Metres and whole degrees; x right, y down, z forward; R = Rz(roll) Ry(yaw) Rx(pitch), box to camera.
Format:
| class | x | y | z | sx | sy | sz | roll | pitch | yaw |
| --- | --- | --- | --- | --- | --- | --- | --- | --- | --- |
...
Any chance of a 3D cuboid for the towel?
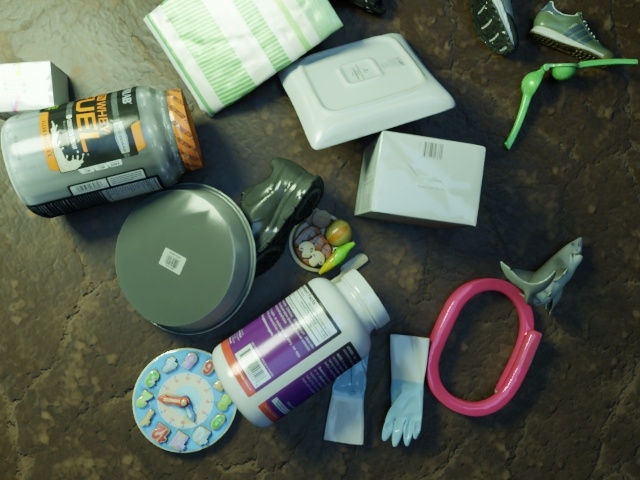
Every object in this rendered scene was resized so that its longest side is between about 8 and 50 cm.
| class | x | y | z | sx | sy | sz | roll | pitch | yaw |
| --- | --- | --- | --- | --- | --- | --- | --- | --- | --- |
| towel | -0.155 | -0.424 | 1.122 | 0.324 | 0.038 | 0.248 | -32 | 92 | 14 |

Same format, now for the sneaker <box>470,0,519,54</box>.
| class | x | y | z | sx | sy | sz | roll | pitch | yaw |
| --- | --- | --- | --- | --- | --- | --- | --- | --- | --- |
| sneaker | 0.359 | -0.517 | 1.193 | 0.107 | 0.100 | 0.272 | -20 | 92 | -10 |

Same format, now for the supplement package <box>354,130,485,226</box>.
| class | x | y | z | sx | sy | sz | roll | pitch | yaw |
| --- | --- | --- | --- | --- | --- | --- | --- | --- | --- |
| supplement package | 0.182 | -0.109 | 1.120 | 0.194 | 0.203 | 0.150 | 8 | 89 | -6 |

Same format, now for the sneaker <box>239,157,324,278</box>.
| class | x | y | z | sx | sy | sz | roll | pitch | yaw |
| --- | --- | --- | --- | --- | --- | --- | --- | --- | --- |
| sneaker | -0.118 | -0.036 | 1.150 | 0.130 | 0.109 | 0.286 | 40 | 93 | 19 |

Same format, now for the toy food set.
| class | x | y | z | sx | sy | sz | roll | pitch | yaw |
| --- | --- | --- | --- | --- | --- | --- | --- | --- | --- |
| toy food set | 0.000 | 0.000 | 1.184 | 0.132 | 0.038 | 0.192 | -39 | 93 | -4 |

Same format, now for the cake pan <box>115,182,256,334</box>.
| class | x | y | z | sx | sy | sz | roll | pitch | yaw |
| --- | --- | --- | --- | --- | --- | --- | --- | --- | --- |
| cake pan | -0.266 | 0.034 | 1.098 | 0.293 | 0.054 | 0.294 | -1 | 88 | 17 |

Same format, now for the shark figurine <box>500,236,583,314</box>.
| class | x | y | z | sx | sy | sz | roll | pitch | yaw |
| --- | --- | --- | --- | --- | --- | --- | --- | --- | --- |
| shark figurine | 0.430 | 0.082 | 1.183 | 0.116 | 0.278 | 0.166 | 31 | 121 | 31 |

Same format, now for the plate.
| class | x | y | z | sx | sy | sz | roll | pitch | yaw |
| --- | --- | --- | --- | --- | --- | --- | --- | --- | --- |
| plate | 0.077 | -0.305 | 1.103 | 0.277 | 0.045 | 0.277 | -17 | 48 | -6 |

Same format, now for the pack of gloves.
| class | x | y | z | sx | sy | sz | roll | pitch | yaw |
| --- | --- | --- | --- | --- | --- | --- | --- | --- | --- |
| pack of gloves | 0.116 | 0.305 | 1.203 | 0.194 | 0.046 | 0.232 | 6 | 87 | 7 |

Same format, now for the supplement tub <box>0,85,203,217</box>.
| class | x | y | z | sx | sy | sz | roll | pitch | yaw |
| --- | --- | --- | --- | --- | --- | --- | --- | --- | --- |
| supplement tub | -0.388 | -0.169 | 1.068 | 0.315 | 0.193 | 0.194 | -16 | 91 | -6 |

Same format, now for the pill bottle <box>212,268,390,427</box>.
| class | x | y | z | sx | sy | sz | roll | pitch | yaw |
| --- | --- | --- | --- | --- | --- | --- | --- | --- | --- |
| pill bottle | -0.032 | 0.196 | 1.110 | 0.322 | 0.181 | 0.182 | -34 | 93 | -5 |

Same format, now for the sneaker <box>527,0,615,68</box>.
| class | x | y | z | sx | sy | sz | roll | pitch | yaw |
| --- | --- | --- | --- | --- | --- | --- | --- | --- | --- |
| sneaker | 0.543 | -0.440 | 1.224 | 0.192 | 0.064 | 0.086 | 22 | 93 | -2 |

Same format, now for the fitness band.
| class | x | y | z | sx | sy | sz | roll | pitch | yaw |
| --- | --- | --- | --- | --- | --- | --- | --- | --- | --- |
| fitness band | 0.335 | 0.220 | 1.214 | 0.208 | 0.054 | 0.291 | 25 | 87 | -2 |

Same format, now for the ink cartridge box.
| class | x | y | z | sx | sy | sz | roll | pitch | yaw |
| --- | --- | --- | --- | --- | --- | --- | --- | --- | --- |
| ink cartridge box | -0.565 | -0.280 | 1.102 | 0.143 | 0.092 | 0.090 | -6 | 91 | -4 |

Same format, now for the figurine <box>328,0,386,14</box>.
| class | x | y | z | sx | sy | sz | roll | pitch | yaw |
| --- | --- | --- | --- | --- | --- | --- | --- | --- | --- |
| figurine | 0.042 | -0.574 | 1.173 | 0.209 | 0.092 | 0.215 | 5 | 89 | -14 |

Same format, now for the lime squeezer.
| class | x | y | z | sx | sy | sz | roll | pitch | yaw |
| --- | --- | --- | --- | --- | --- | --- | --- | --- | --- |
| lime squeezer | 0.495 | -0.324 | 1.208 | 0.310 | 0.059 | 0.110 | -34 | 73 | 8 |

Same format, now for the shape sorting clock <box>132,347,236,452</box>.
| class | x | y | z | sx | sy | sz | roll | pitch | yaw |
| --- | --- | --- | --- | --- | --- | --- | --- | --- | --- |
| shape sorting clock | -0.269 | 0.318 | 1.156 | 0.206 | 0.040 | 0.206 | 0 | 90 | -6 |
